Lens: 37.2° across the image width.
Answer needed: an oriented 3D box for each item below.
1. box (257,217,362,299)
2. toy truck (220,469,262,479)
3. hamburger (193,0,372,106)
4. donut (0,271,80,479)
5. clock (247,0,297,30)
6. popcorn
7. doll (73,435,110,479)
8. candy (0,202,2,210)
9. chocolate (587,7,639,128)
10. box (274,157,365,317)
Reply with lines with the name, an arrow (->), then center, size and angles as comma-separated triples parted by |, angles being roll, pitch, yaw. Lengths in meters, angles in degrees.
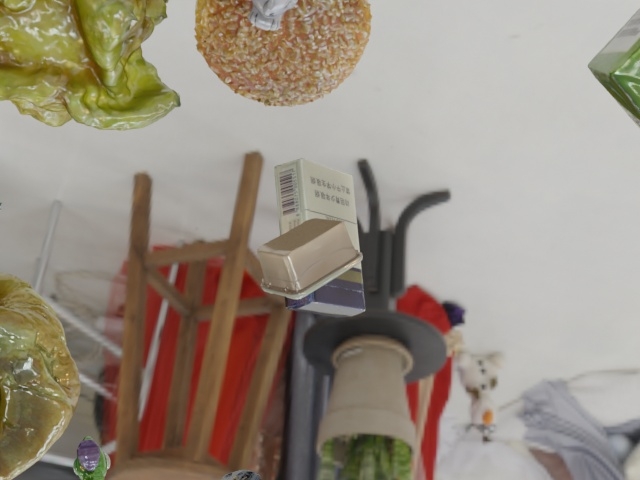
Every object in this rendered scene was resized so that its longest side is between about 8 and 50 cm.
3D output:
box -> -0.018, 0.020, 1.230 | 0.089, 0.122, 0.062 | 10, 122, 52
toy truck -> -0.148, 0.347, 1.183 | 0.202, 0.074, 0.088 | -24, 97, 28
hamburger -> -0.068, -0.419, 1.745 | 0.330, 0.250, 0.330 | 1, 122, 2
donut -> -0.572, 0.229, 1.567 | 0.360, 0.170, 0.360 | -1, 107, -2
clock -> -0.062, -0.428, 1.504 | 0.080, 0.176, 0.117 | 19, 177, -9
popcorn -> -0.361, -0.280, 1.392 | 0.290, 0.321, 0.325 | -38, 116, 13
doll -> -0.301, 0.353, 1.285 | 0.050, 0.190, 0.115 | -14, 150, -9
candy -> -0.393, -0.012, 1.089 | 0.020, 0.083, 0.030 | 33, 148, 2
chocolate -> 0.562, -0.247, 1.322 | 0.289, 0.137, 0.301 | 42, 95, -21
box -> 0.000, 0.000, 1.656 | 0.071, 0.259, 0.168 | -13, 163, 34
